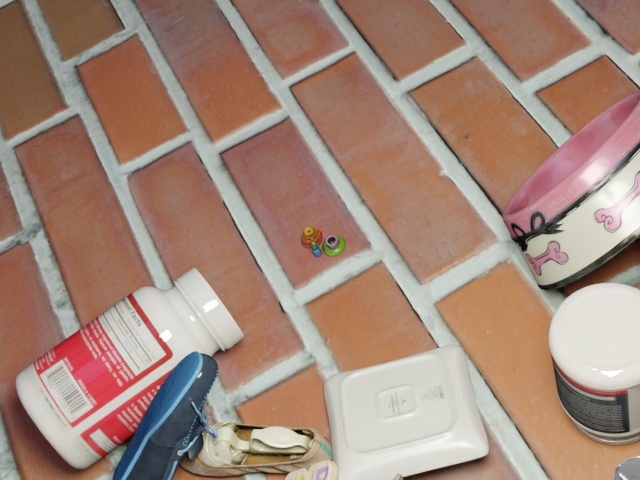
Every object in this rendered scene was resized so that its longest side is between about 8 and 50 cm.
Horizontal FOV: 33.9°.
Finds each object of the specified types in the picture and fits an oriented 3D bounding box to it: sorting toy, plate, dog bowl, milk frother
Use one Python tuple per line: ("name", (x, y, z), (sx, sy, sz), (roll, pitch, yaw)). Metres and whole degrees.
("sorting toy", (0.000, 0.000, 2.200), (0.102, 0.042, 0.061), (14, 62, 25))
("plate", (0.144, 0.305, 1.898), (0.278, 0.045, 0.277), (-15, 37, 6))
("dog bowl", (0.498, -0.102, 1.882), (0.408, 0.408, 0.150), (-44, 94, -14))
("milk frother", (0.547, 0.391, 1.698), (0.129, 0.134, 0.143), (9, 60, 22))

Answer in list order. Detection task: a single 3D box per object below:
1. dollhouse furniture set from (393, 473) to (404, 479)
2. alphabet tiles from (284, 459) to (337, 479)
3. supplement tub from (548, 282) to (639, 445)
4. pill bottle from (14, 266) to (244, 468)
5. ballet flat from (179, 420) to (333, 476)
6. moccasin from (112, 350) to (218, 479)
("dollhouse furniture set", (0.222, 0.523, 1.699), (0.302, 0.151, 0.197), (21, 65, 28))
("alphabet tiles", (-0.037, 0.516, 1.768), (0.278, 0.021, 0.284), (-29, 41, 46))
("supplement tub", (0.487, 0.212, 1.753), (0.191, 0.272, 0.191), (-8, 54, 12))
("pill bottle", (-0.362, 0.237, 2.035), (0.408, 0.229, 0.229), (-35, 54, -8))
("ballet flat", (-0.132, 0.376, 1.942), (0.316, 0.106, 0.107), (-4, 56, 15))
("moccasin", (-0.266, 0.351, 1.929), (0.342, 0.117, 0.137), (-57, 19, 22))
